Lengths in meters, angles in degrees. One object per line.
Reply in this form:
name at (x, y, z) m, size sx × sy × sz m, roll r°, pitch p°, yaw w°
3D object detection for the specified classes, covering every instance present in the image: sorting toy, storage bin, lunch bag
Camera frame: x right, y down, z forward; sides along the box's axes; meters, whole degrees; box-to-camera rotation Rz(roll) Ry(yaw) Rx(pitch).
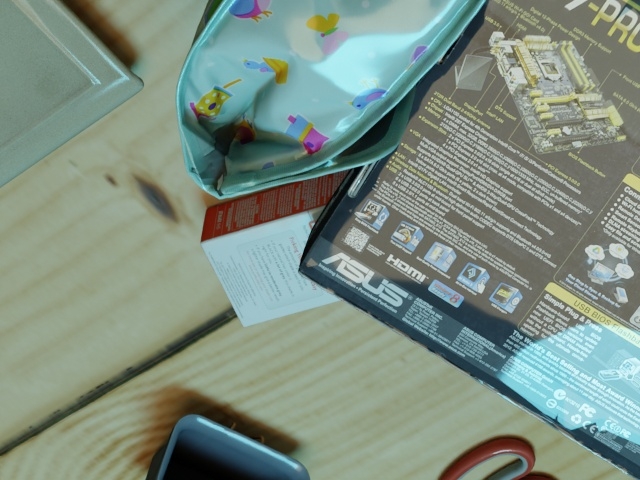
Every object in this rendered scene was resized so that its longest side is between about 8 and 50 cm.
sorting toy at (-0.257, -0.138, 1.363) m, size 0.347 × 0.047 × 0.196 m, roll -31°, pitch 124°, yaw 23°
storage bin at (-0.091, 0.215, 1.600) m, size 0.135 × 0.098 × 0.091 m, roll 27°, pitch 151°, yaw -18°
lunch bag at (0.010, -0.165, 1.218) m, size 0.160 × 0.223 × 0.262 m, roll 30°, pitch 123°, yaw -10°

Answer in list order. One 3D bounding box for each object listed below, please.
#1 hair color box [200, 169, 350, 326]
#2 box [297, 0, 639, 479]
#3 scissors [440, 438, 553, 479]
hair color box at (0.000, 0.000, 1.450) m, size 0.167 × 0.053 × 0.093 m, roll -15°, pitch 124°, yaw 15°
box at (0.229, -0.011, 1.323) m, size 0.395 × 0.097 × 0.318 m, roll 31°, pitch 114°, yaw -4°
scissors at (0.096, 0.278, 1.679) m, size 0.109 × 0.021 × 0.297 m, roll 38°, pitch 121°, yaw -26°
